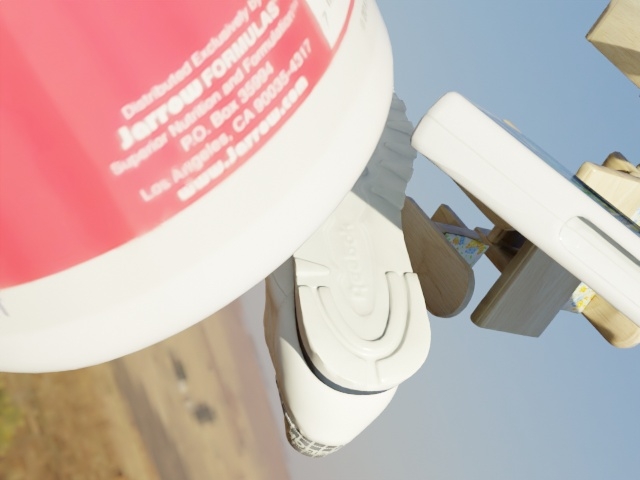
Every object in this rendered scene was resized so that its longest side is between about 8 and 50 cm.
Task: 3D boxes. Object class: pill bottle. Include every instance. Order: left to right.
[{"bbox_3d":[-0.151,-0.165,0.576,0.407,0.229,0.229,60,3,-36],"label":"pill bottle"}]

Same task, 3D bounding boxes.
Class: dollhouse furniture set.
[{"bbox_3d":[0.205,-0.018,1.164,0.212,0.242,0.161,12,30,-45],"label":"dollhouse furniture set"}]

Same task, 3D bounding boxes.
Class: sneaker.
[{"bbox_3d":[0.000,0.000,0.935,0.095,0.090,0.235,114,-19,-50],"label":"sneaker"}]

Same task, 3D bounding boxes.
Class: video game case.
[{"bbox_3d":[0.190,0.037,0.893,0.300,0.036,0.329,40,8,8],"label":"video game case"}]
